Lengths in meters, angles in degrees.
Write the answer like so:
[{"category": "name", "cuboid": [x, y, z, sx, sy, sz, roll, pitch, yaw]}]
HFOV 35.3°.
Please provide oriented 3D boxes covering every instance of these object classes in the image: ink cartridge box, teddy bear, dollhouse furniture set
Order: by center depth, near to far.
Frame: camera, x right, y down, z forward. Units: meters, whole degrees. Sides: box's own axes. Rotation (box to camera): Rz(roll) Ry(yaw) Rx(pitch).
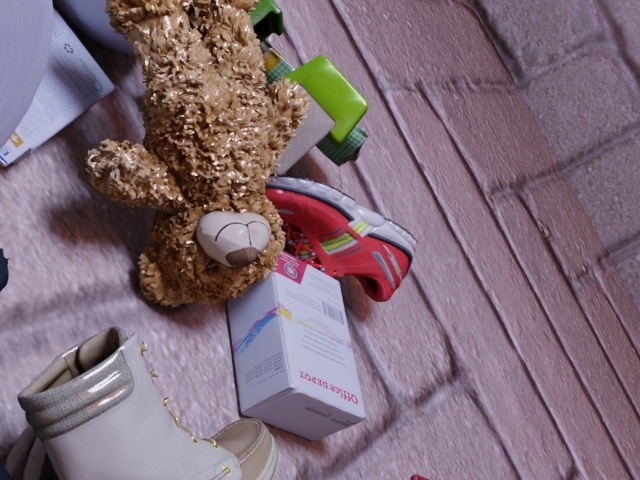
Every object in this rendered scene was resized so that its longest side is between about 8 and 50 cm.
[{"category": "ink cartridge box", "cuboid": [-0.309, -0.181, 0.895, 0.223, 0.045, 0.224, 54, 26, -13]}, {"category": "teddy bear", "cuboid": [-0.103, -0.103, 0.940, 0.245, 0.113, 0.337, 10, 85, -54]}, {"category": "ink cartridge box", "cuboid": [-0.029, 0.109, 1.064, 0.127, 0.072, 0.175, 32, 38, -45]}, {"category": "dollhouse furniture set", "cuboid": [-0.062, -0.148, 1.226, 0.197, 0.151, 0.301, 48, -4, 3]}]

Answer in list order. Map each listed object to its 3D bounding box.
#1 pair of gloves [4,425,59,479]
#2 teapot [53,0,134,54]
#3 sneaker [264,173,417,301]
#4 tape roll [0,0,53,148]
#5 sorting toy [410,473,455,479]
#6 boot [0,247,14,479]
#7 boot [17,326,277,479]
[{"category": "pair of gloves", "cuboid": [-0.143, 0.236, 0.766, 0.240, 0.042, 0.204, 36, 37, -33]}, {"category": "teapot", "cuboid": [-0.221, -0.323, 1.040, 0.187, 0.256, 0.252, 14, 67, -11]}, {"category": "sneaker", "cuboid": [0.000, 0.000, 1.205, 0.279, 0.107, 0.118, 25, 83, -29]}, {"category": "tape roll", "cuboid": [-0.266, -0.111, 0.595, 0.072, 0.219, 0.219, 36, 19, 20]}, {"category": "sorting toy", "cuboid": [0.179, 0.393, 1.174, 0.132, 0.046, 0.274, 34, 36, -42]}, {"category": "boot", "cuboid": [-0.253, 0.080, 0.670, 0.246, 0.094, 0.207, 44, 33, -17]}, {"category": "boot", "cuboid": [-0.118, 0.137, 0.742, 0.213, 0.077, 0.165, -32, 105, -56]}]
